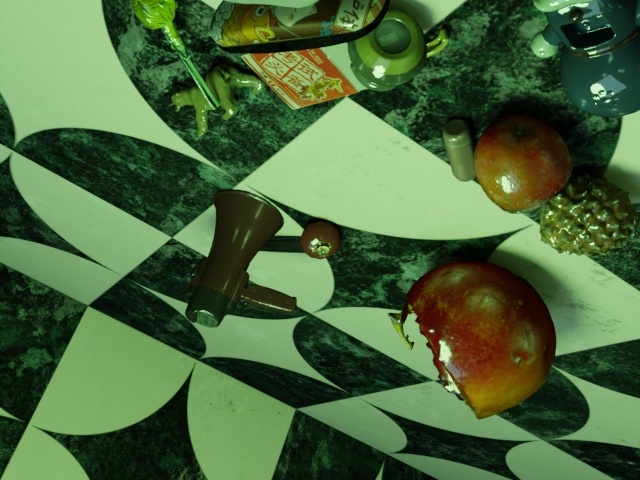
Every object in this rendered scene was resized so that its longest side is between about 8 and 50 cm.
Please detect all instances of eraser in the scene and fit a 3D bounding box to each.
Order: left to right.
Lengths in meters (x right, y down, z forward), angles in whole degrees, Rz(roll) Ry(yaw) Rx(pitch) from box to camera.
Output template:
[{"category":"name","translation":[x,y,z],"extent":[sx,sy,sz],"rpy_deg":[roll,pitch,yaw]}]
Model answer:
[{"category":"eraser","translation":[-0.013,-0.320,1.469],"extent":[0.230,0.038,0.157],"rpy_deg":[-6,143,43]}]

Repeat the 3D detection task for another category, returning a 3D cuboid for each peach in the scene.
[{"category":"peach","translation":[0.379,0.216,1.896],"extent":[0.406,0.310,0.335],"rpy_deg":[54,176,-32]}]

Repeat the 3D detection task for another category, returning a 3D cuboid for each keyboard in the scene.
[{"category":"keyboard","translation":[-0.111,0.011,2.175],"extent":[0.196,0.015,0.074],"rpy_deg":[1,147,32]}]

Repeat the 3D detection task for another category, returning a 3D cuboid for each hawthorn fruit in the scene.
[{"category":"hawthorn fruit","translation":[0.348,-0.140,1.420],"extent":[0.173,0.173,0.173],"rpy_deg":[16,153,8]}]

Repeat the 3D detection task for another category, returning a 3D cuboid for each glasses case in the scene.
[{"category":"glasses case","translation":[-0.039,-0.368,1.301],"extent":[0.321,0.122,0.082],"rpy_deg":[2,149,31]}]

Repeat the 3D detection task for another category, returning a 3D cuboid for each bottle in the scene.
[{"category":"bottle","translation":[0.267,-0.170,1.537],"extent":[0.053,0.053,0.140],"rpy_deg":[8,151,24]}]

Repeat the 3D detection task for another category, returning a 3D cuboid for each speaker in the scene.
[{"category":"speaker","translation":[-0.192,0.073,2.029],"extent":[0.259,0.329,0.198],"rpy_deg":[26,153,-25]}]

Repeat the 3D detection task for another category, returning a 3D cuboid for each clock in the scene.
[{"category":"clock","translation":[0.397,-0.285,1.143],"extent":[0.199,0.146,0.243],"rpy_deg":[-9,134,37]}]

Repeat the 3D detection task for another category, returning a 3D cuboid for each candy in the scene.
[{"category":"candy","translation":[-0.258,-0.354,1.491],"extent":[0.077,0.073,0.262],"rpy_deg":[13,141,51]}]

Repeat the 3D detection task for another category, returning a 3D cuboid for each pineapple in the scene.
[{"category":"pineapple","translation":[0.507,-0.045,1.502],"extent":[0.193,0.166,0.166],"rpy_deg":[4,150,11]}]

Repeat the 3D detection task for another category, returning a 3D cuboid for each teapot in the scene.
[{"category":"teapot","translation":[0.123,-0.310,1.321],"extent":[0.165,0.130,0.119],"rpy_deg":[-10,171,-8]}]

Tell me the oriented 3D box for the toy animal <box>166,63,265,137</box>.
[{"category":"toy animal","translation":[-0.217,-0.291,1.623],"extent":[0.101,0.103,0.218],"rpy_deg":[48,146,-17]}]

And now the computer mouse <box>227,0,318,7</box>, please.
[{"category":"computer mouse","translation":[-0.108,-0.445,1.215],"extent":[0.297,0.121,0.184],"rpy_deg":[20,171,39]}]

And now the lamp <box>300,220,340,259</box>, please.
[{"category":"lamp","translation":[0.000,0.000,1.998],"extent":[0.101,0.090,0.101],"rpy_deg":[-4,126,-6]}]
